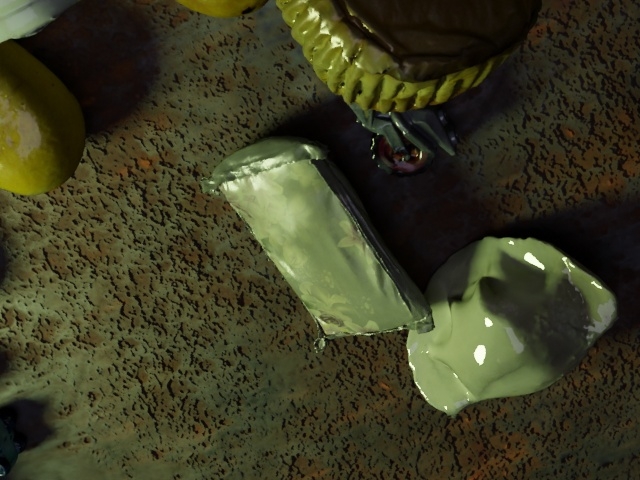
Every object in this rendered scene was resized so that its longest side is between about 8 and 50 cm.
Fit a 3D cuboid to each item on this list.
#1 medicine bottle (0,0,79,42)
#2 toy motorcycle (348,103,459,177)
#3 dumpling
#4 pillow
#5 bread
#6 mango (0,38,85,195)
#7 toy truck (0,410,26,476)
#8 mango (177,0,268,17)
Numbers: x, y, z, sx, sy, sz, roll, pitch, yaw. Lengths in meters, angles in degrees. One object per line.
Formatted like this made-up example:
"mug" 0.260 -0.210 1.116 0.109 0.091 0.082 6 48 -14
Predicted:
"medicine bottle" -0.333 -0.349 1.421 0.190 0.190 0.332 -21 113 17
"toy motorcycle" 0.071 -0.162 1.533 0.122 0.080 0.215 -21 118 20
"dumpling" 0.189 0.076 1.621 0.216 0.126 0.166 -37 78 53
"pillow" 0.000 0.000 1.631 0.169 0.059 0.255 -19 115 34
"bread" 0.067 -0.243 1.400 0.227 0.142 0.253 -28 82 -6
"mango" -0.315 -0.135 1.587 0.137 0.098 0.195 -23 105 21
"toy truck" -0.387 0.229 1.811 0.090 0.056 0.073 0 124 22
"mango" -0.127 -0.303 1.473 0.136 0.099 0.227 -36 100 27
